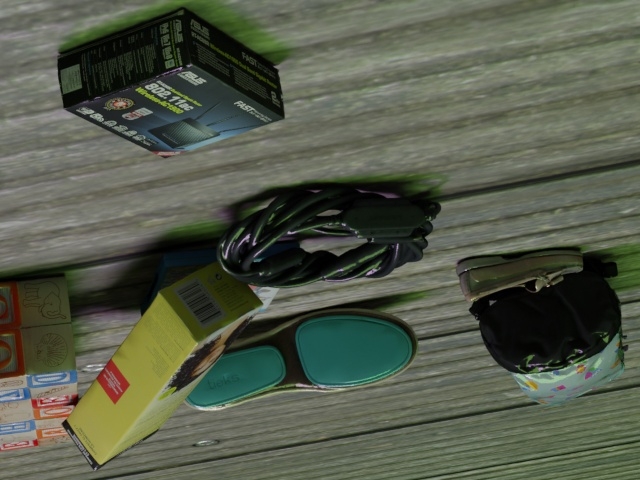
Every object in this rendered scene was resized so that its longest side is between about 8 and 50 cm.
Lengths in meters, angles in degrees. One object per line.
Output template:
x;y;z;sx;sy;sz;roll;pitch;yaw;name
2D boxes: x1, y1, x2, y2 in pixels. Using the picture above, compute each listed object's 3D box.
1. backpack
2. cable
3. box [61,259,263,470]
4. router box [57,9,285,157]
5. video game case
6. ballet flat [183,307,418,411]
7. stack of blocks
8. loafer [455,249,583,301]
0.238;0.098;1.717;0.152;0.115;0.182;-15;165;10;backpack
0.000;0.000;1.395;0.184;0.047;0.150;-5;162;-20;cable
-0.141;0.110;1.479;0.087;0.058;0.232;-30;166;-42;box
-0.090;-0.094;1.059;0.092;0.038;0.122;-17;161;23;router box
-0.091;0.038;1.523;0.119;0.015;0.166;-5;163;-15;video game case
-0.025;0.114;1.720;0.248;0.086;0.086;-9;163;4;ballet flat
-0.309;0.123;1.559;0.171;0.087;0.297;-6;163;-10;stack of blocks
0.190;0.035;1.614;0.125;0.039;0.045;-5;162;-13;loafer
